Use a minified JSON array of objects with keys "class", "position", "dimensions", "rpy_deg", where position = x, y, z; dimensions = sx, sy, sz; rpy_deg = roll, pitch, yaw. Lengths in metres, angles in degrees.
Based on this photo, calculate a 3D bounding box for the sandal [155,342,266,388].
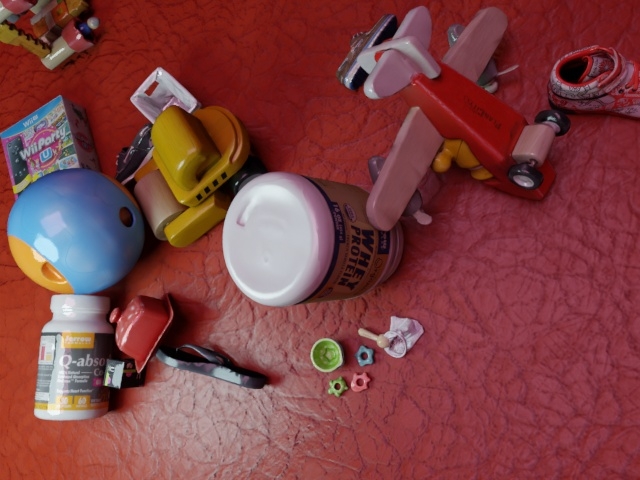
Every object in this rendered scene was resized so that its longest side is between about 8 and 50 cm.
[{"class":"sandal","position":[-0.235,0.264,1.276],"dimensions":[0.254,0.097,0.054],"rpy_deg":[12,87,13]}]

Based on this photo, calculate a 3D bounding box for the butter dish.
[{"class":"butter dish","position":[-0.416,0.188,1.316],"dimensions":[0.160,0.118,0.160],"rpy_deg":[-58,25,3]}]

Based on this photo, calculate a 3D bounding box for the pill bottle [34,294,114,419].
[{"class":"pill bottle","position":[-0.573,0.271,1.368],"dimensions":[0.162,0.162,0.278],"rpy_deg":[-3,80,21]}]

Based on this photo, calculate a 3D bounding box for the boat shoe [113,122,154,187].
[{"class":"boat shoe","position":[-0.460,-0.191,1.429],"dimensions":[0.233,0.084,0.079],"rpy_deg":[-40,93,28]}]

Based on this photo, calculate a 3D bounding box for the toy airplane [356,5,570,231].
[{"class":"toy airplane","position":[0.222,-0.227,1.077],"dimensions":[0.386,0.272,0.384],"rpy_deg":[-13,87,-16]}]

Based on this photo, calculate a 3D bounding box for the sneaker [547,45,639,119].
[{"class":"sneaker","position":[0.544,-0.279,1.028],"dimensions":[0.270,0.145,0.090],"rpy_deg":[5,82,22]}]

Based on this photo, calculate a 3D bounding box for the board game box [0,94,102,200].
[{"class":"board game box","position":[-0.705,-0.192,1.543],"dimensions":[0.224,0.097,0.303],"rpy_deg":[-26,71,14]}]

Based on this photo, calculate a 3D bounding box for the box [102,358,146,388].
[{"class":"box","position":[-0.453,0.308,1.355],"dimensions":[0.052,0.083,0.062],"rpy_deg":[4,82,22]}]

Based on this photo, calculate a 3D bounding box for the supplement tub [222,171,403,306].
[{"class":"supplement tub","position":[0.000,0.000,1.083],"dimensions":[0.228,0.316,0.228],"rpy_deg":[-1,89,34]}]

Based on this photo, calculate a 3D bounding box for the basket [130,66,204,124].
[{"class":"basket","position":[-0.355,-0.318,1.416],"dimensions":[0.113,0.103,0.167],"rpy_deg":[-47,66,2]}]

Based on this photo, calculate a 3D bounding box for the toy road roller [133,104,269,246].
[{"class":"toy road roller","position":[-0.302,-0.159,1.294],"dimensions":[0.329,0.240,0.202],"rpy_deg":[-38,69,11]}]

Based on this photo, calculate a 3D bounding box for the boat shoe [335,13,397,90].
[{"class":"boat shoe","position":[0.096,-0.424,1.278],"dimensions":[0.066,0.066,0.183],"rpy_deg":[38,96,25]}]

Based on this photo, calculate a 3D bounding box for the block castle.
[{"class":"block castle","position":[-0.791,-0.719,1.562],"dimensions":[0.213,0.303,0.453],"rpy_deg":[-31,72,13]}]

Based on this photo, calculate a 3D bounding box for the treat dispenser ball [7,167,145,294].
[{"class":"treat dispenser ball","position":[-0.548,-0.021,1.324],"dimensions":[0.288,0.288,0.288],"rpy_deg":[-4,79,21]}]

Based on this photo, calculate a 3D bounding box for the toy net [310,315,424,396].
[{"class":"toy net","position":[0.099,0.229,1.168],"dimensions":[0.232,0.045,0.122],"rpy_deg":[-24,72,16]}]
